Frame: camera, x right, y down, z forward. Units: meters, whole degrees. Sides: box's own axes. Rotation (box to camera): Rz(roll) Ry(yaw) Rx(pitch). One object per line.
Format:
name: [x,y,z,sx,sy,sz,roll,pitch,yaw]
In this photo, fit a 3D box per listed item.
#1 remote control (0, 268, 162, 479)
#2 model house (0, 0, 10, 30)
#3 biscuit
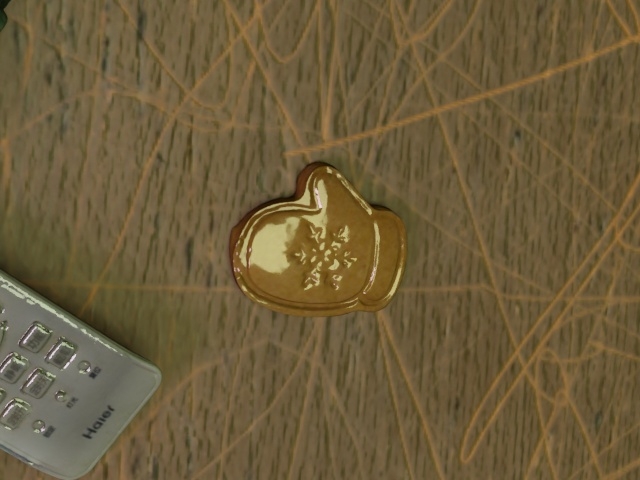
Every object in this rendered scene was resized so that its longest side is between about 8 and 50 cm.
remote control: [-0.259,0.047,0.973,0.313,0.055,0.109,35,103,-21]
model house: [-0.212,-0.308,0.845,0.325,0.194,0.267,-48,113,-9]
biscuit: [0.001,0.000,1.079,0.140,0.023,0.118,-4,103,-20]
